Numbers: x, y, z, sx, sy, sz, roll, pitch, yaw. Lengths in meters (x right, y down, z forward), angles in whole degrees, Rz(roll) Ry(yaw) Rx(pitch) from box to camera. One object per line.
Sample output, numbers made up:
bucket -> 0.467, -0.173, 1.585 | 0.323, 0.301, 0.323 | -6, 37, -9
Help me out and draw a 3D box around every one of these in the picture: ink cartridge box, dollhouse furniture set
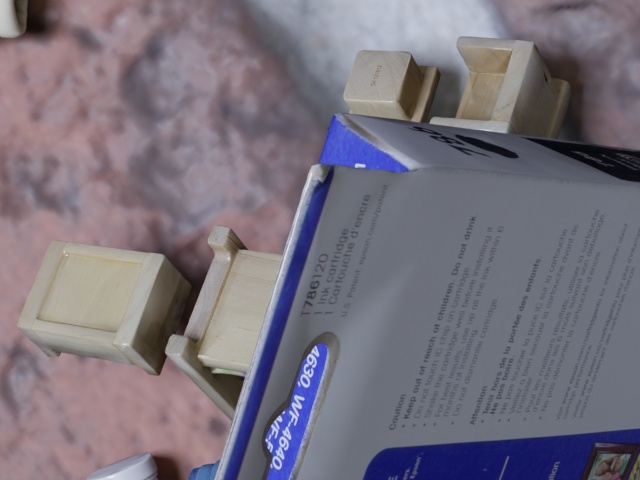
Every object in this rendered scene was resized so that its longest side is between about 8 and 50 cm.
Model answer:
ink cartridge box -> 0.063, 0.047, 0.665 | 0.065, 0.333, 0.165 | 28, 105, 37
dollhouse furniture set -> 0.000, 0.000, 0.803 | 0.182, 0.101, 0.161 | 8, 65, 28

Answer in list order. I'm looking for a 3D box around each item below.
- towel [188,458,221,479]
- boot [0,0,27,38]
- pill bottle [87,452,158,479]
towel -> 0.007, 0.114, 0.814 | 0.119, 0.067, 0.029 | 3, 60, 13
boot -> -0.158, -0.157, 0.806 | 0.085, 0.059, 0.158 | 2, 108, 7
pill bottle -> -0.073, 0.136, 0.841 | 0.043, 0.043, 0.083 | -20, 95, 13
